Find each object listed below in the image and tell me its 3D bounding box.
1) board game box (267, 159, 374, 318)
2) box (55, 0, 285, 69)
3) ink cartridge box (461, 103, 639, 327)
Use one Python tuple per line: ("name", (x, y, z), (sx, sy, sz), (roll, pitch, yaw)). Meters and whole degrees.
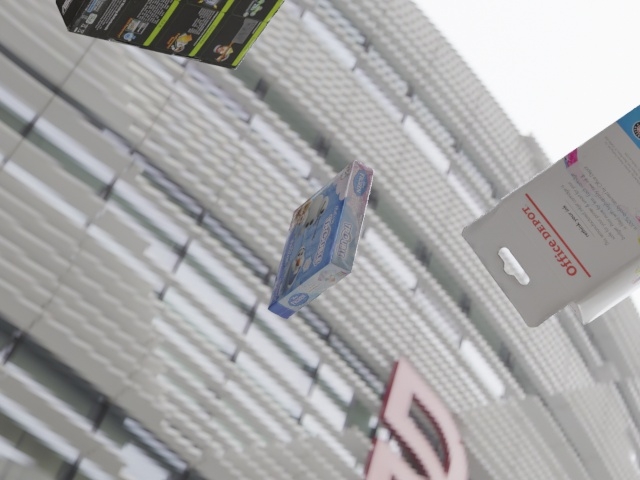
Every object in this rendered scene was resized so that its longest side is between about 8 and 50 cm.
("board game box", (0.000, 0.000, 1.015), (0.020, 0.090, 0.090), (28, -37, -20))
("box", (-0.100, -0.239, 1.199), (0.184, 0.045, 0.190), (5, -45, -43))
("ink cartridge box", (0.212, -0.012, 1.084), (0.181, 0.104, 0.061), (-34, -27, 2))
